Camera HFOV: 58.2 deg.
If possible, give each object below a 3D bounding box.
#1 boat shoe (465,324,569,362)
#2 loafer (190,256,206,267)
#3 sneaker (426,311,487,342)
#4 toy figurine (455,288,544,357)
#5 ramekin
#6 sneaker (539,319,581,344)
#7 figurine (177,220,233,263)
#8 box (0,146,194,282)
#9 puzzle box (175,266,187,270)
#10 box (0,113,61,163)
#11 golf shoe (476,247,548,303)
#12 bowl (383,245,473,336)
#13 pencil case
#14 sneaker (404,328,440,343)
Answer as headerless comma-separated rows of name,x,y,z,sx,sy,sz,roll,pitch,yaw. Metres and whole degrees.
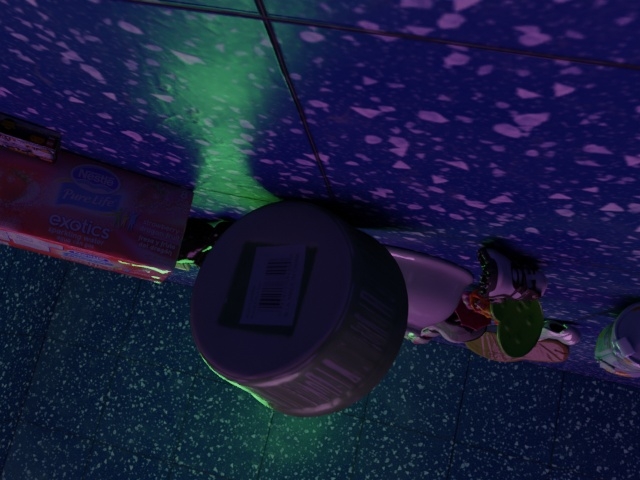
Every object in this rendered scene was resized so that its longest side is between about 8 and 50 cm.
boat shoe,0.525,0.262,1.536,0.277,0.096,0.098,1,121,36
loafer,-0.300,0.026,1.419,0.220,0.080,0.078,22,177,-15
sneaker,0.342,0.198,1.438,0.272,0.100,0.108,23,161,-39
toy figurine,0.335,0.141,1.164,0.173,0.130,0.159,46,163,-29
ramekin,-0.040,0.089,0.831,0.304,0.303,0.148,7,159,32
sneaker,0.555,0.215,1.409,0.061,0.053,0.152,39,154,-30
figurine,-0.176,0.019,1.192,0.215,0.092,0.210,22,162,-41
box,-0.375,-0.042,0.922,0.300,0.142,0.154,17,164,-18
puzzle box,-0.505,0.012,1.627,0.272,0.052,0.409,14,169,-7
box,-0.429,-0.146,0.782,0.137,0.027,0.094,17,170,-22
golf shoe,0.283,0.051,0.845,0.094,0.077,0.198,-3,170,23
bowl,0.135,0.106,1.114,0.298,0.134,0.298,13,170,2
pencil case,0.566,0.182,1.026,0.124,0.113,0.273,-13,161,14
sneaker,0.323,0.263,1.744,0.103,0.111,0.252,18,168,-25
